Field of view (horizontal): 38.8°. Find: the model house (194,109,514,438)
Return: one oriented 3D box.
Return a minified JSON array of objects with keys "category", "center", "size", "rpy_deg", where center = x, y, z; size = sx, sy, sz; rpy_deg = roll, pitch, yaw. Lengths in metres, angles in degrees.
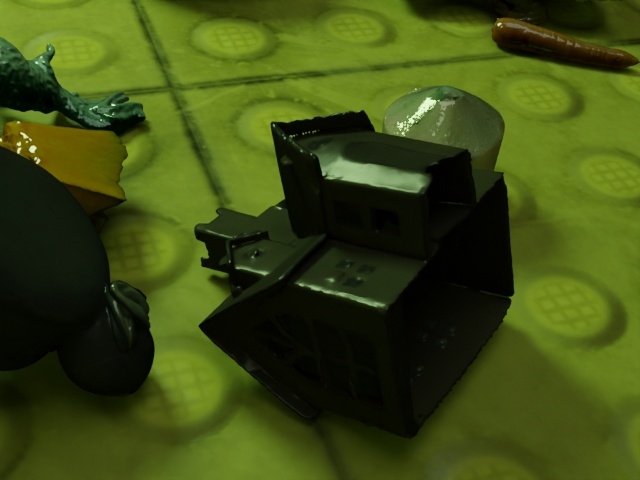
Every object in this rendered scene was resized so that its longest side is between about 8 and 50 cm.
[{"category":"model house","center":[0.000,0.000,0.719],"size":[0.243,0.204,0.211],"rpy_deg":[13,38,32]}]

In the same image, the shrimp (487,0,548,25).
[{"category":"shrimp","center":[0.258,-0.319,1.240],"size":[0.108,0.023,0.059],"rpy_deg":[22,51,16]}]

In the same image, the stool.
[{"category":"stool","center":[-0.233,0.041,0.650],"size":[0.228,0.139,0.153],"rpy_deg":[51,21,3]}]

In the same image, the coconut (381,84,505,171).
[{"category":"coconut","center":[0.114,-0.093,0.878],"size":[0.116,0.122,0.116],"rpy_deg":[4,42,-4]}]

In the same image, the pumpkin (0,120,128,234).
[{"category":"pumpkin","center":[-0.291,-0.039,0.769],"size":[0.248,0.126,0.131],"rpy_deg":[9,24,-30]}]

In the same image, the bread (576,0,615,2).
[{"category":"bread","center":[0.212,-0.524,1.235],"size":[0.346,0.404,0.242],"rpy_deg":[-6,20,2]}]

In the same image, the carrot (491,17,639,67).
[{"category":"carrot","center":[0.310,-0.245,1.155],"size":[0.190,0.037,0.037],"rpy_deg":[17,41,5]}]

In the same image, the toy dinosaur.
[{"category":"toy dinosaur","center":[-0.357,-0.188,0.884],"size":[0.383,0.076,0.129],"rpy_deg":[13,24,-32]}]
